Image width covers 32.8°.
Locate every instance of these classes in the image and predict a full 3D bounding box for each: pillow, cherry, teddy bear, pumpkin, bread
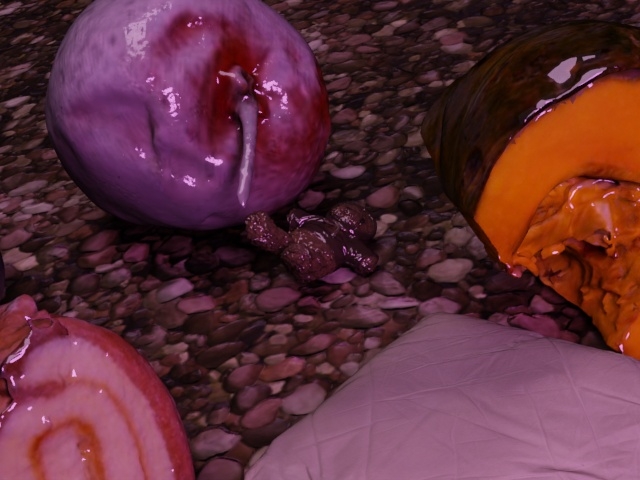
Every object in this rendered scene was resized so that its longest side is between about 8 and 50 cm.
[{"bbox_3d":[0.126,0.161,0.836,0.274,0.076,0.280,14,36,35],"label":"pillow"},{"bbox_3d":[-0.167,-0.147,1.234,0.335,0.326,0.291,-2,75,25],"label":"cherry"},{"bbox_3d":[-0.004,0.008,1.144,0.119,0.078,0.160,33,31,30],"label":"teddy bear"},{"bbox_3d":[0.253,-0.060,0.953,0.256,0.303,0.225,-44,25,4],"label":"pumpkin"},{"bbox_3d":[-0.198,0.157,0.841,0.190,0.244,0.123,-31,23,-37],"label":"bread"}]

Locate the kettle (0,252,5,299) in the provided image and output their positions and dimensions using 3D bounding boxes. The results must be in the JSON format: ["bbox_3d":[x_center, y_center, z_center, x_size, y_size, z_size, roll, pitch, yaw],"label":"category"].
[{"bbox_3d":[-0.503,0.055,1.177,0.324,0.228,0.321,15,68,34],"label":"kettle"}]
